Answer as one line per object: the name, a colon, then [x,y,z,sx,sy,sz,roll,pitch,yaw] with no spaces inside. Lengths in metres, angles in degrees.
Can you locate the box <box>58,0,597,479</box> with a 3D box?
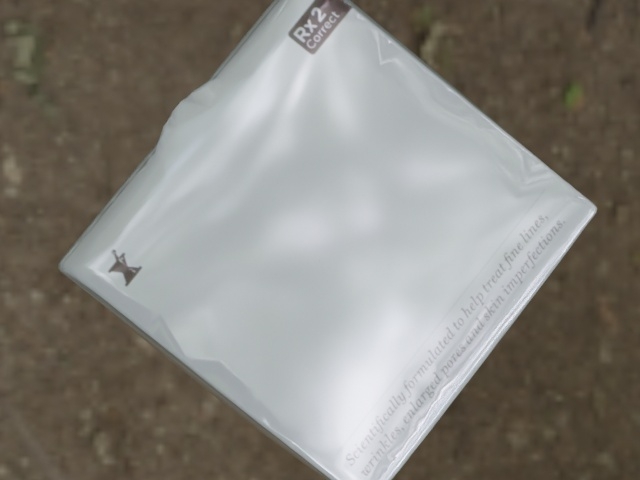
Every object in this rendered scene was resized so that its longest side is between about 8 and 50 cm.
box: [0.000,0.000,0.822,0.181,0.182,0.119,-51,-177,-5]
